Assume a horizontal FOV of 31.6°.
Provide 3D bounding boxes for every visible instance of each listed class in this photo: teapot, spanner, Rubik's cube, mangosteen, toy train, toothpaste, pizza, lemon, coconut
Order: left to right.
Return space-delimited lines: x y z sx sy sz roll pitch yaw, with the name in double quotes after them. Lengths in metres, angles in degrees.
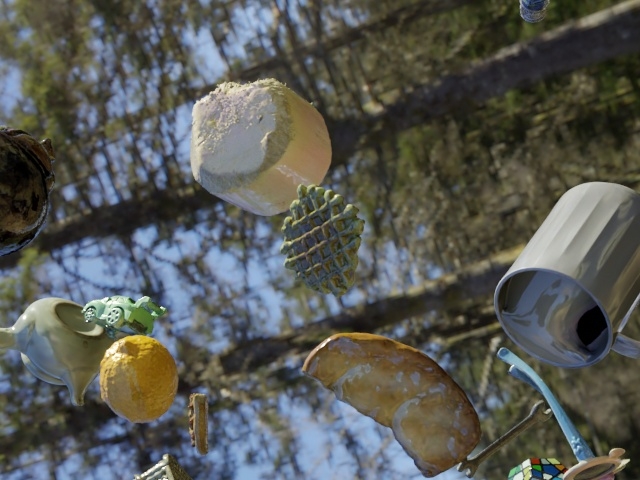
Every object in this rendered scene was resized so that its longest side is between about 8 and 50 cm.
-0.503 -0.093 1.754 0.250 0.211 0.211 -51 -56 -44 "mangosteen"
-0.582 0.198 2.323 0.318 0.149 0.220 28 -163 -12 "teapot"
-0.376 0.142 2.147 0.099 0.149 0.081 42 -115 -51 "toy train"
-0.327 0.256 2.039 0.142 0.142 0.187 -88 -7 -56 "lemon"
-0.288 0.424 2.673 0.134 0.046 0.175 -104 13 -71 "pizza"
-0.133 -0.208 2.538 0.309 0.297 0.298 32 -139 -64 "coconut"
0.403 0.434 2.468 0.054 0.254 0.015 61 169 -29 "spanner"
0.452 -0.553 2.366 0.096 0.061 0.266 62 175 23 "toothpaste"
0.373 0.430 1.902 0.133 0.133 0.112 -72 -7 -68 "Rubik's cube"

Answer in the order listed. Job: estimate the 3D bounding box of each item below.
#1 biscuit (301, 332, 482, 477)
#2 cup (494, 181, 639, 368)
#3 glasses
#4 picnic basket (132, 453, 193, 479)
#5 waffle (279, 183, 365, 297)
0.125 0.244 1.793 0.299 0.154 0.045 41 -173 -4 "biscuit"
0.540 0.073 2.147 0.327 0.322 0.237 -45 -23 -40 "cup"
0.319 0.261 1.581 0.220 0.088 0.189 42 -179 23 "glasses"
-0.279 0.454 1.776 0.134 0.196 0.154 57 -179 -42 "picnic basket"
0.000 0.000 1.908 0.036 0.169 0.184 -11 -61 -49 "waffle"
